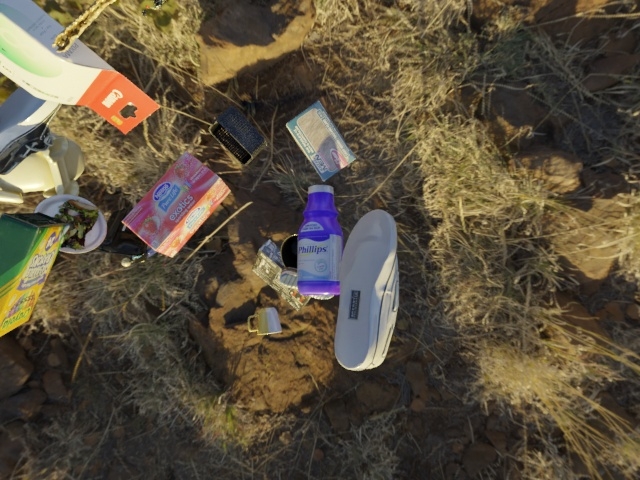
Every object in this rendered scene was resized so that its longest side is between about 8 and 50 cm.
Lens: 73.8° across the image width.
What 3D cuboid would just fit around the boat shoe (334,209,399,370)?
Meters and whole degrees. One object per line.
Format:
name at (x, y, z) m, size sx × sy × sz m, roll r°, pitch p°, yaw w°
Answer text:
boat shoe at (0.094, 0.085, 0.725) m, size 0.096 × 0.088 × 0.267 m, roll -2°, pitch 77°, yaw 42°

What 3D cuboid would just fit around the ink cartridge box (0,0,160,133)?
ink cartridge box at (-0.391, -0.248, 0.669) m, size 0.225 × 0.181 × 0.056 m, roll 42°, pitch 62°, yaw -31°

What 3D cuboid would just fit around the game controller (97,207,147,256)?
game controller at (-0.745, -0.034, 1.649) m, size 0.167 × 0.319 × 0.067 m, roll 20°, pitch 113°, yaw -21°

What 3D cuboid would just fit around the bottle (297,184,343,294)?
bottle at (0.000, 0.000, 1.102) m, size 0.118 × 0.092 × 0.282 m, roll -3°, pitch 81°, yaw 30°

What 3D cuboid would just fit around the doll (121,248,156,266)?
doll at (-0.772, 0.064, 1.861) m, size 0.189 × 0.129 × 0.046 m, roll -31°, pitch 85°, yaw -33°

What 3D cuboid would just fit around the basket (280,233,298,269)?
basket at (-0.044, 0.046, 1.618) m, size 0.154 × 0.227 × 0.204 m, roll -41°, pitch 95°, yaw 11°

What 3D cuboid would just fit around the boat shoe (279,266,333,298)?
boat shoe at (-0.037, 0.124, 1.334) m, size 0.183 × 0.066 × 0.066 m, roll 24°, pitch 117°, yaw -16°

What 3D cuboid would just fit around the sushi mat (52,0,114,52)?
sushi mat at (-0.242, -0.364, 0.567) m, size 0.152 × 0.316 × 0.019 m, roll -19°, pitch 135°, yaw 25°

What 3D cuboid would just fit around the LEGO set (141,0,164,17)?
LEGO set at (-0.402, -0.574, 1.043) m, size 0.083 × 0.023 × 0.054 m, roll -19°, pitch 59°, yaw 27°

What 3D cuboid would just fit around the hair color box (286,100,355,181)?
hair color box at (-0.005, -0.278, 1.213) m, size 0.105 × 0.347 × 0.173 m, roll -34°, pitch 102°, yaw 5°

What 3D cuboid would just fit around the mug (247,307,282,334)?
mug at (-0.136, 0.203, 1.074) m, size 0.062 × 0.078 × 0.064 m, roll -13°, pitch 79°, yaw 35°

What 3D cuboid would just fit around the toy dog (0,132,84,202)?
toy dog at (-1.170, -0.311, 1.639) m, size 0.408 × 0.395 × 0.284 m, roll 0°, pitch 130°, yaw -8°

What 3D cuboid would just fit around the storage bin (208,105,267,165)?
storage bin at (-0.289, -0.365, 1.497) m, size 0.180 × 0.122 × 0.084 m, roll 44°, pitch 67°, yaw -14°

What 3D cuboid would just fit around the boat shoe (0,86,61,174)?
boat shoe at (-0.672, -0.246, 0.973) m, size 0.306 × 0.105 × 0.113 m, roll -35°, pitch 63°, yaw 15°

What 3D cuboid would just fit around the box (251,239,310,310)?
box at (-0.164, 0.164, 1.938) m, size 0.307 × 0.242 × 0.076 m, roll 41°, pitch 59°, yaw 6°

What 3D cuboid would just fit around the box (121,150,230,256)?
box at (-0.454, -0.114, 1.366) m, size 0.154 × 0.142 × 0.300 m, roll 39°, pitch 83°, yaw 8°

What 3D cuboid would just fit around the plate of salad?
plate of salad at (-0.746, -0.056, 1.286) m, size 0.048 × 0.200 × 0.199 m, roll -31°, pitch 95°, yaw 38°

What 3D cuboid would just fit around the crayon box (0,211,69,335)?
crayon box at (-0.716, 0.097, 0.989) m, size 0.083 × 0.203 × 0.322 m, roll 24°, pitch 88°, yaw -14°
